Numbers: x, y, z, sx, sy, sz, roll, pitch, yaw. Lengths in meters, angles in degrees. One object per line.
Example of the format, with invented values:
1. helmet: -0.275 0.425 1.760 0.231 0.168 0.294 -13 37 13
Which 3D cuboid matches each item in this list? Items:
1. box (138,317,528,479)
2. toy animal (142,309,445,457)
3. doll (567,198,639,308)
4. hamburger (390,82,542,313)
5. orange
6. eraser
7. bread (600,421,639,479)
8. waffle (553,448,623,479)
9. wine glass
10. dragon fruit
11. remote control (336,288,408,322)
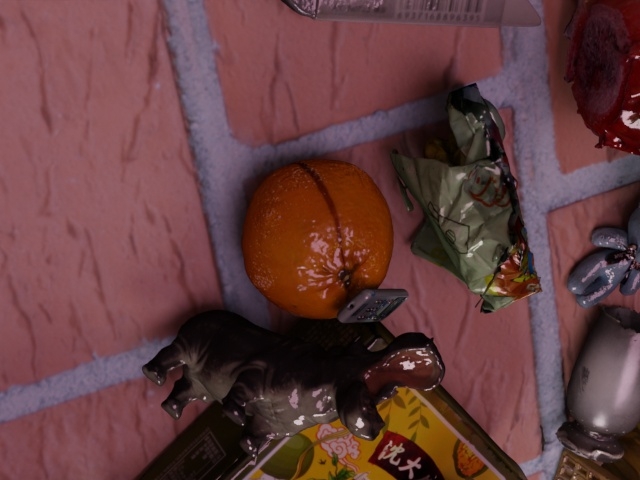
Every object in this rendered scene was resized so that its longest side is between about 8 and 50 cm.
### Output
1. box: 0.006 0.331 1.841 0.420 0.138 0.373 -43 121 0
2. toy animal: -0.035 0.165 1.643 0.168 0.343 0.106 -58 141 -39
3. doll: 0.415 0.023 1.918 0.179 0.075 0.120 -41 116 -3
4. hamburger: 0.164 -0.049 1.719 0.150 0.260 0.276 -13 83 8
5. orange: 0.000 0.000 1.683 0.193 0.161 0.193 -12 112 -29
6. eraser: 0.090 -0.285 1.643 0.351 0.089 0.061 -1 114 -22
7. bread: 0.528 0.322 2.058 0.253 0.142 0.227 25 102 -26
8. waffle: 0.381 0.358 2.013 0.021 0.135 0.092 1 112 -41
9. wine glass: 0.396 0.196 1.962 0.111 0.111 0.204 9 108 -26
10. dragon fruit: 0.460 -0.211 1.740 0.291 0.269 0.250 0 121 -19
11. remote control: 0.061 0.075 1.666 0.053 0.018 0.124 -44 161 17
